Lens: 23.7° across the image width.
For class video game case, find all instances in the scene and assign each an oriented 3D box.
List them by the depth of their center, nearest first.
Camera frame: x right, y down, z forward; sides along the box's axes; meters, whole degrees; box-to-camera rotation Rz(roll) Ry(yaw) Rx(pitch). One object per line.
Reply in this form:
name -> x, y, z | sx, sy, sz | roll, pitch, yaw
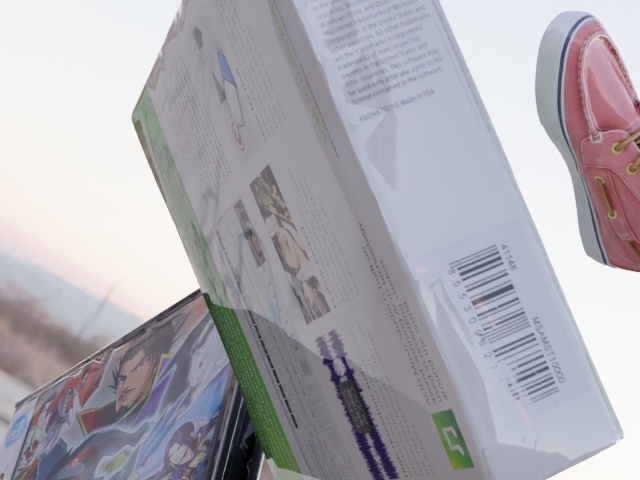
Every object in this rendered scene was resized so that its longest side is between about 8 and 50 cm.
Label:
video game case -> -0.129, 0.153, 0.896 | 0.035, 0.248, 0.275 | 38, -48, -24

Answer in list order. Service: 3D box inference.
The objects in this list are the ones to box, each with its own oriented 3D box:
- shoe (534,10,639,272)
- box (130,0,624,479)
shoe -> 0.181, -0.049, 0.865 | 0.081, 0.063, 0.178 | 19, -38, 42
box -> 0.000, 0.000, 0.664 | 0.232, 0.058, 0.322 | 68, -18, 4
